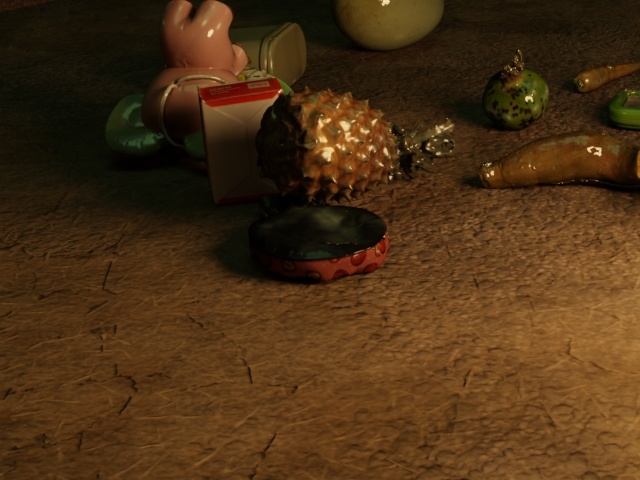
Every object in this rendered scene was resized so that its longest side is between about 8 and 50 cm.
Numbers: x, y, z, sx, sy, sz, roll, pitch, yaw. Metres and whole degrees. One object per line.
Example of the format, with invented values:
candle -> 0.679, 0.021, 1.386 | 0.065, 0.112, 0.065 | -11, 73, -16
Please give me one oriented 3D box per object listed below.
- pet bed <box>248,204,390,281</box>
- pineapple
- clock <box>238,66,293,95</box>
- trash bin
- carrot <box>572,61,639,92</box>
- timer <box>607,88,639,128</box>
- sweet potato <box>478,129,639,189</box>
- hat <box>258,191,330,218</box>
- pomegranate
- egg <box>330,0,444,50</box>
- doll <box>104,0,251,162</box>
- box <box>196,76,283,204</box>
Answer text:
pet bed -> 0.000, 0.000, 1.548 | 0.201, 0.053, 0.201 | -4, 22, 2
pineapple -> 0.071, -0.136, 1.667 | 0.361, 0.175, 0.175 | -2, 16, -41
clock -> -0.166, -0.276, 2.167 | 0.231, 0.103, 0.144 | -3, 14, -2
trash bin -> -0.177, -0.388, 2.419 | 0.247, 0.121, 0.243 | 1, 24, 18
carrot -> 0.588, -0.337, 2.287 | 0.049, 0.049, 0.254 | 17, 26, 40
timer -> 0.583, -0.232, 2.024 | 0.128, 0.047, 0.140 | 8, 25, 22
sweet potato -> 0.386, -0.121, 1.737 | 0.285, 0.085, 0.112 | 2, 28, 13
hat -> -0.037, -0.062, 1.703 | 0.121, 0.050, 0.121 | -1, 25, 0
pomegranate -> 0.346, -0.267, 2.014 | 0.122, 0.161, 0.122 | -8, 49, 9
egg -> 0.161, -0.550, 2.627 | 0.295, 0.218, 0.218 | -6, 20, -36
doll -> -0.232, -0.253, 1.974 | 0.284, 0.216, 0.268 | 3, 52, 19
box -> -0.118, -0.159, 1.779 | 0.133, 0.182, 0.099 | -10, 23, -8
